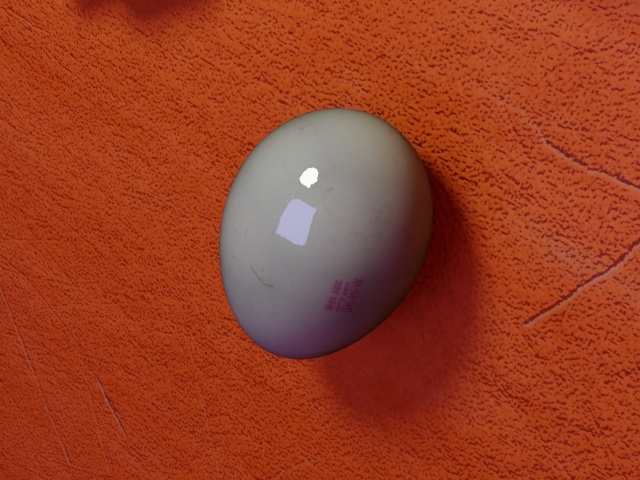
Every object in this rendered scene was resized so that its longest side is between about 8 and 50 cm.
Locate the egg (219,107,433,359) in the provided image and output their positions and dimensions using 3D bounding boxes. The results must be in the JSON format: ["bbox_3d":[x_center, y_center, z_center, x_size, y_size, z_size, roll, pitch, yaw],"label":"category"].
[{"bbox_3d":[0.000,0.000,1.199,0.183,0.182,0.264,46,138,22],"label":"egg"}]
